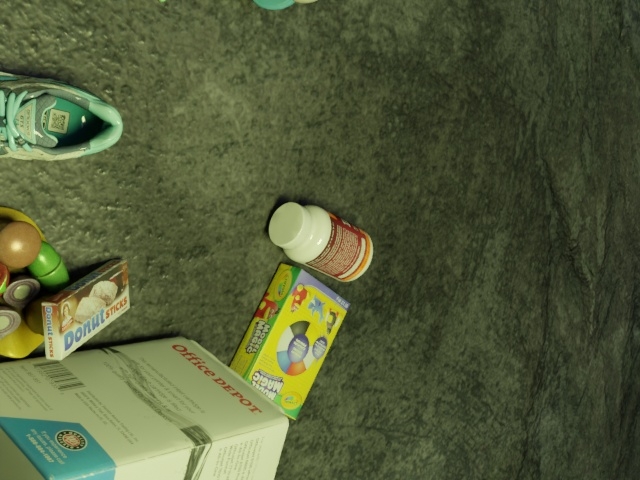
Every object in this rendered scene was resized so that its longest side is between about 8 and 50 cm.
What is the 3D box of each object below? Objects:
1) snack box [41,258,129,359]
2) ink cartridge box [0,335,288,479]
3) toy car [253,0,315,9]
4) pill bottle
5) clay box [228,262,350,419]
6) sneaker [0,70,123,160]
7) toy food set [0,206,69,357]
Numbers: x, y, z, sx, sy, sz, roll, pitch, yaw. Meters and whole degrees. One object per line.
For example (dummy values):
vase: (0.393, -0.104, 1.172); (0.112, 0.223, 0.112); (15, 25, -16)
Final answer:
snack box: (-0.265, 0.075, 1.058); (0.178, 0.022, 0.064); (-49, 141, -71)
ink cartridge box: (-0.226, 0.227, 1.045); (0.307, 0.223, 0.129); (-4, 115, -45)
toy car: (-0.038, -0.370, 1.176); (0.182, 0.159, 0.136); (-58, 170, -19)
pill bottle: (0.000, 0.000, 1.326); (0.152, 0.086, 0.086); (26, 81, -46)
clay box: (-0.053, 0.160, 1.336); (0.127, 0.053, 0.222); (37, 73, -43)
sneaker: (-0.330, -0.132, 0.934); (0.283, 0.122, 0.110); (-7, 104, -44)
toy food set: (-0.338, 0.035, 1.004); (0.128, 0.071, 0.218); (-44, 127, -29)
